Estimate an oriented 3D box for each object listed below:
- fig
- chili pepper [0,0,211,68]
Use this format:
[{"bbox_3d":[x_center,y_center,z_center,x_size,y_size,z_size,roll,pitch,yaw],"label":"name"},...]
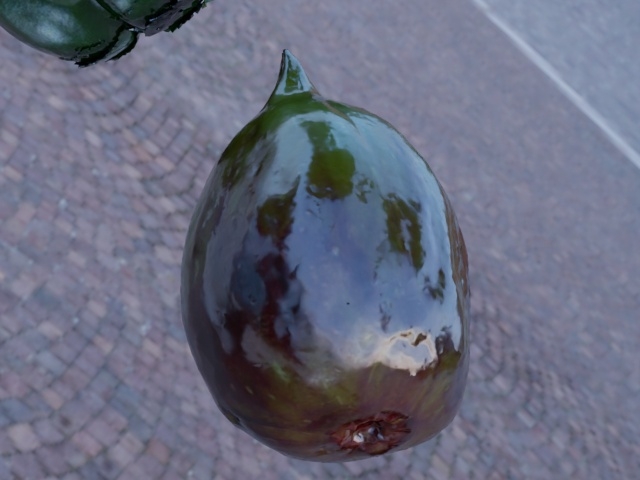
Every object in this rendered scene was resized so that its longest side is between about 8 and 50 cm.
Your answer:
[{"bbox_3d":[0.000,0.000,0.448,0.103,0.109,0.154,-5,56,-8],"label":"fig"},{"bbox_3d":[-0.113,-0.255,0.741,0.256,0.233,0.248,54,49,-18],"label":"chili pepper"}]
